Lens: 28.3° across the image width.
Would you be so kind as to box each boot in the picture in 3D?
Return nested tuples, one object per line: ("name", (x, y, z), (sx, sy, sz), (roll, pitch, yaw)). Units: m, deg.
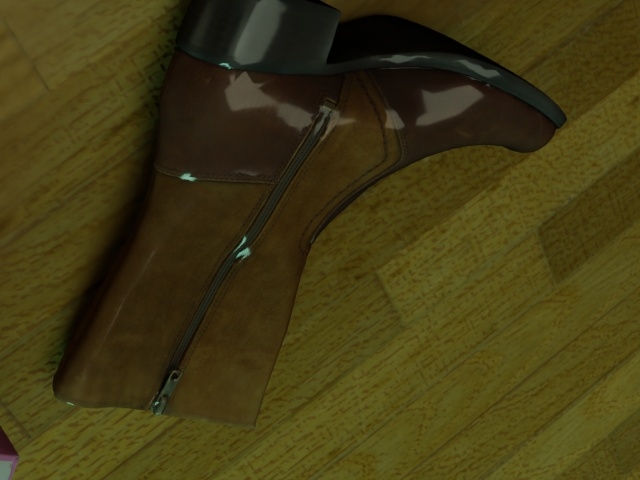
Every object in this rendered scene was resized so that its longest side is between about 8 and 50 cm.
("boot", (0.000, 0.000, 0.778), (0.264, 0.096, 0.280), (8, 110, -37))

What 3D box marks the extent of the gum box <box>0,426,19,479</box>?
("gum box", (-0.257, 0.102, 0.652), (0.188, 0.107, 0.062), (14, 106, -38))
